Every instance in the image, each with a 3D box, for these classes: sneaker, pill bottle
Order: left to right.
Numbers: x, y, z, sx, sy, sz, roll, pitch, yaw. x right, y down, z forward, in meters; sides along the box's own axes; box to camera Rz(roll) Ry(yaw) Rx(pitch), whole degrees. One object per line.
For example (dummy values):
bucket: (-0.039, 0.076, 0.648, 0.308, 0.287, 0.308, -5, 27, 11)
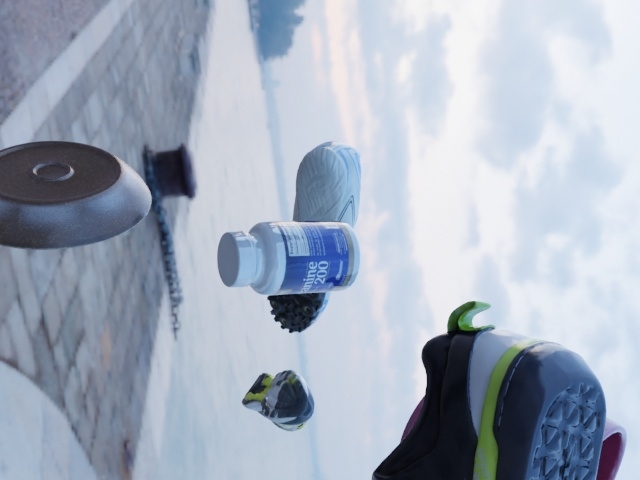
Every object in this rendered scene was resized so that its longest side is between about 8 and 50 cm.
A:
pill bottle: (-0.029, 0.016, 0.823, 0.067, 0.120, 0.067, 4, -85, 60)
sneaker: (-0.017, 0.097, 0.535, 0.031, 0.035, 0.083, -58, -163, -13)
sneaker: (0.000, 0.000, 1.040, 0.086, 0.085, 0.237, -19, 130, -54)
sneaker: (0.068, 0.148, 0.441, 0.097, 0.084, 0.235, 18, -84, 46)

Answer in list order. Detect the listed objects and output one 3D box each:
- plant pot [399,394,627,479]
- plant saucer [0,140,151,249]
plant pot: (0.189, 0.236, 0.948, 0.180, 0.201, 0.201, 28, -40, 33)
plant saucer: (-0.271, -0.056, 0.913, 0.198, 0.198, 0.036, -101, -165, -59)
